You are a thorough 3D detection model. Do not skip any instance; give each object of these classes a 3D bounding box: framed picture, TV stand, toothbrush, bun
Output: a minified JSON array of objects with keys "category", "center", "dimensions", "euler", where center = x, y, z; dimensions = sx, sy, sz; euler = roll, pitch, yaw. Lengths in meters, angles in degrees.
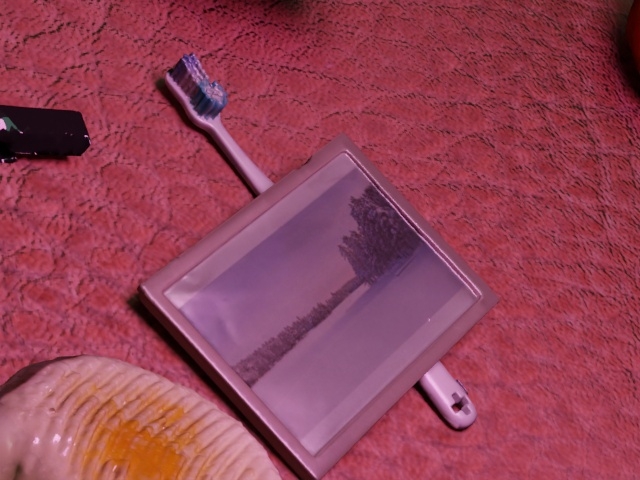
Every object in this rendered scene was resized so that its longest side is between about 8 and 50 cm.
[{"category":"framed picture","center":[0.006,0.049,1.506],"dimensions":[0.213,0.016,0.289],"euler":[48,48,4]},{"category":"TV stand","center":[-0.302,-0.091,1.419],"dimensions":[0.249,0.042,0.036],"euler":[2,50,-36]},{"category":"toothbrush","center":[-0.002,0.003,1.569],"dimensions":[0.042,0.040,0.418],"euler":[-31,80,-44]},{"category":"bun","center":[-0.145,0.182,1.207],"dimensions":[0.244,0.153,0.244],"euler":[29,21,-12]}]

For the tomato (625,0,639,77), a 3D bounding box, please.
[{"category":"tomato","center":[0.438,-0.236,1.979],"dimensions":[0.189,0.232,0.232],"euler":[15,41,7]}]
